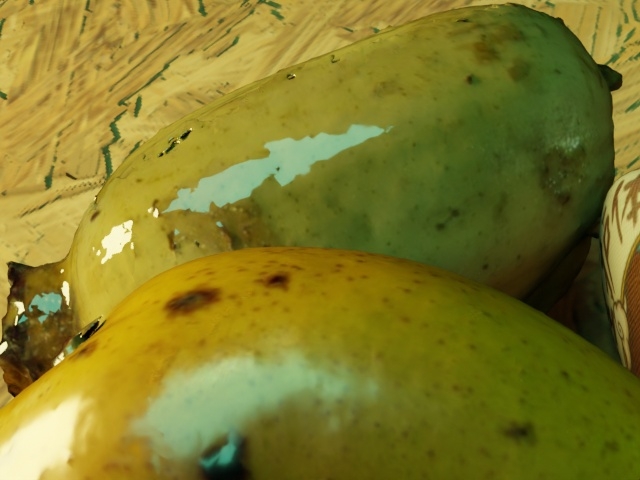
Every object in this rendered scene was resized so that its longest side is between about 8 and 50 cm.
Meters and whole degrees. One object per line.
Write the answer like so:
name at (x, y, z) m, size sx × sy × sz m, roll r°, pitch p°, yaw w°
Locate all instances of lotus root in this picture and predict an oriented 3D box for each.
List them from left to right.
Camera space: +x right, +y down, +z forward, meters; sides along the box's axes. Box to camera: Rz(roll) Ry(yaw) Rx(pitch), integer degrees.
lotus root at (0.000, 0.000, 0.750) m, size 0.284 × 0.160 × 0.146 m, roll -20°, pitch 45°, yaw -10°

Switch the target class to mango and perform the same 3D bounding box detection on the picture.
mango at (0.020, 0.102, 0.604) m, size 0.290 × 0.160 × 0.191 m, roll 13°, pitch 76°, yaw 8°

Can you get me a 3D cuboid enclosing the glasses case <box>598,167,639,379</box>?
glasses case at (0.183, 0.087, 0.616) m, size 0.082 × 0.122 × 0.321 m, roll -22°, pitch 40°, yaw -7°
